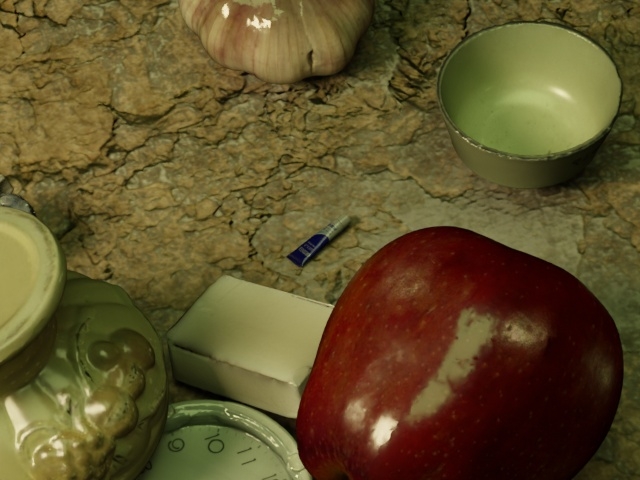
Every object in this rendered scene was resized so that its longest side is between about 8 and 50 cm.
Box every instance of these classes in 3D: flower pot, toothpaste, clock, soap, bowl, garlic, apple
[{"bbox_3d":[-0.313,0.121,1.677,0.308,0.244,0.307,-9,48,10],"label":"flower pot"},{"bbox_3d":[0.000,0.000,1.927,0.083,0.015,0.024,-38,54,-17],"label":"toothpaste"},{"bbox_3d":[-0.123,0.268,1.713,0.236,0.053,0.236,-1,52,2],"label":"clock"},{"bbox_3d":[-0.061,0.109,1.785,0.183,0.063,0.121,15,47,32],"label":"soap"},{"bbox_3d":[0.234,-0.141,1.960,0.211,0.112,0.211,0,55,0],"label":"bowl"},{"bbox_3d":[-0.061,-0.321,2.020,0.245,0.253,0.245,-5,59,8],"label":"garlic"},{"bbox_3d":[0.131,0.139,1.661,0.288,0.288,0.317,32,73,22],"label":"apple"}]

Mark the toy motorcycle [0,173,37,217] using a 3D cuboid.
[{"bbox_3d":[-0.446,-0.011,1.890,0.239,0.108,0.204,-27,58,-16],"label":"toy motorcycle"}]
